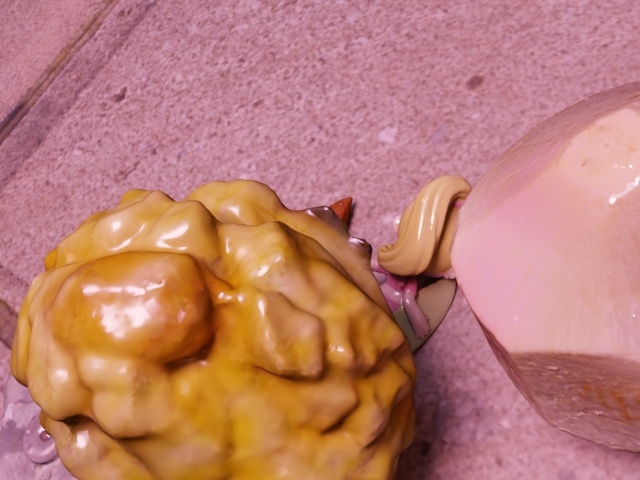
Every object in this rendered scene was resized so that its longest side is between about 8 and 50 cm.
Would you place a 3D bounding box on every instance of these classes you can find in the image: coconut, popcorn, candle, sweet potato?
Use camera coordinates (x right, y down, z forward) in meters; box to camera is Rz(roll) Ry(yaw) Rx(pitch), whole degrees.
[{"bbox_3d":[0.191,0.003,0.558,0.237,0.237,0.197,-40,48,1],"label":"coconut"},{"bbox_3d":[-0.063,0.093,0.610,0.252,0.286,0.215,-7,39,46],"label":"popcorn"},{"bbox_3d":[-0.201,0.171,0.769,0.168,0.068,0.192,5,67,30],"label":"candle"},{"bbox_3d":[0.000,0.000,0.791,0.034,0.034,0.095,19,60,36],"label":"sweet potato"}]

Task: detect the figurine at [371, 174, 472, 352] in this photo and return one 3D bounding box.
[{"bbox_3d":[0.059,0.034,0.714,0.187,0.083,0.083,-51,50,4],"label":"figurine"}]
